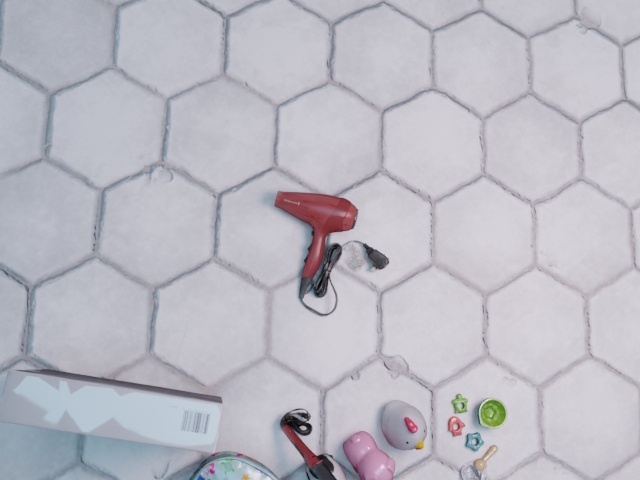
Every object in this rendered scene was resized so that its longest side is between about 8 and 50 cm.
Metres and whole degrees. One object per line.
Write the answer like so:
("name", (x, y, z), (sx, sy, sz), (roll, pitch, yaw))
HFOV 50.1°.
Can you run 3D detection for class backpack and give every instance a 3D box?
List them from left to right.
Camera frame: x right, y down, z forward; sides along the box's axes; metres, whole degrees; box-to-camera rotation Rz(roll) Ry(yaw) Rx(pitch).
("backpack", (-0.187, 0.558, 1.365), (0.225, 0.191, 0.254), (30, 72, -2))

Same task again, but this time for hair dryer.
("hair dryer", (0.000, 0.000, 1.535), (0.223, 0.080, 0.294), (-36, 87, -12))

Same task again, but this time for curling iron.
("curling iron", (-0.001, 0.447, 1.401), (0.068, 0.035, 0.274), (-33, 47, -9))

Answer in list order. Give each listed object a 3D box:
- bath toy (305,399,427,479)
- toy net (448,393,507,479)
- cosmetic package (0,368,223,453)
("bath toy", (0.091, 0.478, 1.443), (0.348, 0.129, 0.151), (-35, 87, -13))
("toy net", (0.345, 0.465, 1.525), (0.122, 0.045, 0.232), (8, 79, -7))
("cosmetic package", (-0.380, 0.322, 1.318), (0.377, 0.284, 0.098), (11, 81, -6))
